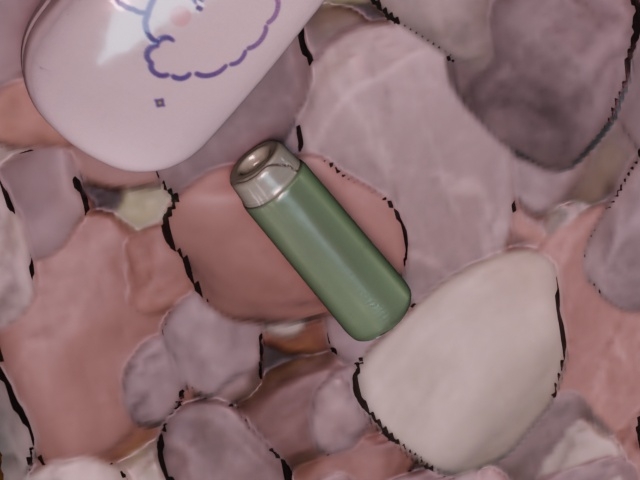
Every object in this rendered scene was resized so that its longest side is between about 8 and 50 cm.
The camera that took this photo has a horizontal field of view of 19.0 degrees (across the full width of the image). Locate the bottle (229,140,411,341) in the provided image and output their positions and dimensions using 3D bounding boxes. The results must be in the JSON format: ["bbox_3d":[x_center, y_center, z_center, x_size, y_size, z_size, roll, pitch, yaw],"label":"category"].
[{"bbox_3d":[0.000,0.000,0.717,0.030,0.030,0.083,-40,113,0],"label":"bottle"}]

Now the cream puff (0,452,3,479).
[{"bbox_3d":[-0.189,0.084,0.647,0.165,0.115,0.150,20,95,-12],"label":"cream puff"}]

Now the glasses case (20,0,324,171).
[{"bbox_3d":[-0.026,-0.111,0.660,0.076,0.049,0.197,37,95,-24],"label":"glasses case"}]
